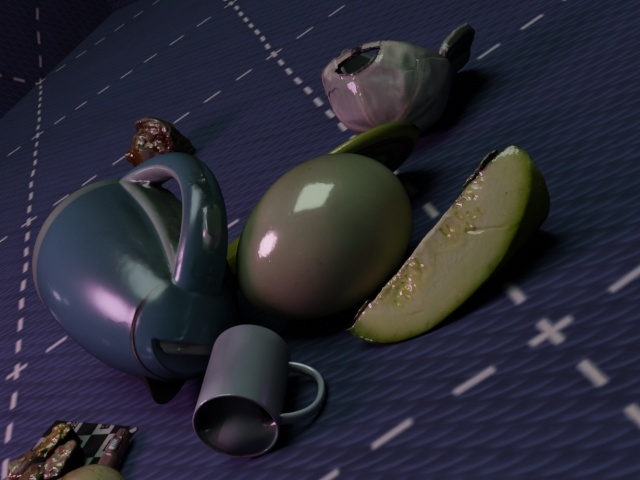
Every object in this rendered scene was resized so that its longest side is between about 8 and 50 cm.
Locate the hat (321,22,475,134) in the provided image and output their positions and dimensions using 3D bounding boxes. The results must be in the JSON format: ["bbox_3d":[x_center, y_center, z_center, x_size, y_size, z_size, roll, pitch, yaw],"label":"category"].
[{"bbox_3d":[0.131,-0.249,1.553,0.232,0.161,0.275,-1,17,31],"label":"hat"}]

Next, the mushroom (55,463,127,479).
[{"bbox_3d":[-0.259,0.323,1.080,0.148,0.148,0.112,-27,-12,14],"label":"mushroom"}]

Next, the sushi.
[{"bbox_3d":[-0.374,0.305,1.319,0.210,0.040,0.193,-4,40,46],"label":"sushi"}]

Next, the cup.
[{"bbox_3d":[-0.073,0.182,1.145,0.099,0.136,0.133,-60,12,31],"label":"cup"}]

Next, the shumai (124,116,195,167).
[{"bbox_3d":[-0.343,-0.186,2.038,0.145,0.145,0.116,7,70,53],"label":"shumai"}]

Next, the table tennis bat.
[{"bbox_3d":[-0.011,-0.056,1.404,0.368,0.054,0.224,-37,-14,22],"label":"table tennis bat"}]

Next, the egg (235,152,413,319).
[{"bbox_3d":[0.000,0.000,1.232,0.253,0.188,0.189,-37,25,16],"label":"egg"}]

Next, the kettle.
[{"bbox_3d":[-0.223,0.035,1.320,0.342,0.247,0.320,28,110,57],"label":"kettle"}]

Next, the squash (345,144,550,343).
[{"bbox_3d":[0.147,0.026,1.113,0.252,0.093,0.169,-41,-17,-15],"label":"squash"}]

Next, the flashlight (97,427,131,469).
[{"bbox_3d":[-0.271,0.283,1.244,0.052,0.031,0.110,10,40,11],"label":"flashlight"}]
